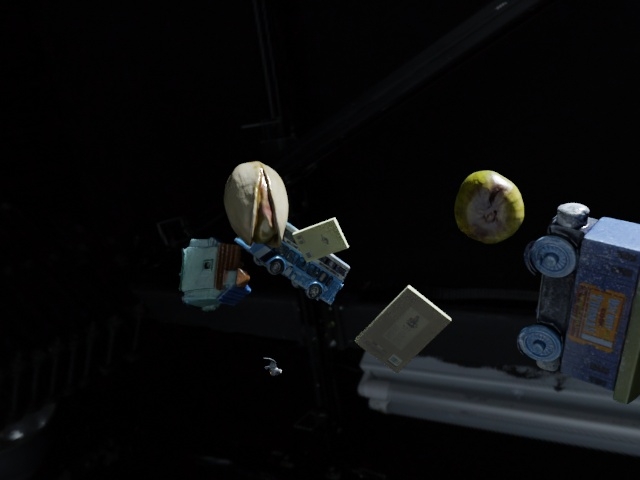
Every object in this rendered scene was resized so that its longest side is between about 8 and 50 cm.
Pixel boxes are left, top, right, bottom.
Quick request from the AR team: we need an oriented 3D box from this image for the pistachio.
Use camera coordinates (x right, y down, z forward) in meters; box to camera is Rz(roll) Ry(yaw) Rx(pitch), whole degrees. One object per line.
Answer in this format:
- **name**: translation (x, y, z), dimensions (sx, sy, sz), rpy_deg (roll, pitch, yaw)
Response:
- **pistachio**: translation (-0.131, -0.077, 1.253), dimensions (0.143, 0.144, 0.215), rpy_deg (-57, -144, 33)

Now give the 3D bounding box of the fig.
- **fig**: translation (0.337, -0.069, 1.215), dimensions (0.136, 0.121, 0.152), rpy_deg (-12, -109, 24)

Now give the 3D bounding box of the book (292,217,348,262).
- **book**: translation (0.000, 0.000, 1.378), dimensions (0.111, 0.014, 0.077), rpy_deg (-20, -73, 23)

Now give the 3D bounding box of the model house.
- **model house**: translation (-0.193, 0.069, 1.227), dimensions (0.149, 0.119, 0.148), rpy_deg (-3, -108, 25)

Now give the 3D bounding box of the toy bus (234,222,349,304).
- **toy bus**: translation (-0.066, 0.044, 1.526), dimensions (0.130, 0.297, 0.106), rpy_deg (-58, -146, -3)

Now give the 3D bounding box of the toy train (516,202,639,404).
- **toy train**: translation (0.428, 0.092, 0.941), dimensions (0.202, 0.131, 0.299), rpy_deg (17, -55, 34)

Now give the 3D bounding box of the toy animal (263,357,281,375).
- **toy animal**: translation (-0.126, 0.346, 1.619), dimensions (0.050, 0.028, 0.084), rpy_deg (37, -25, 38)

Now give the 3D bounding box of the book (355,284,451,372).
- **book**: translation (0.198, 0.217, 1.457), dimensions (0.138, 0.016, 0.198), rpy_deg (38, -70, -8)
